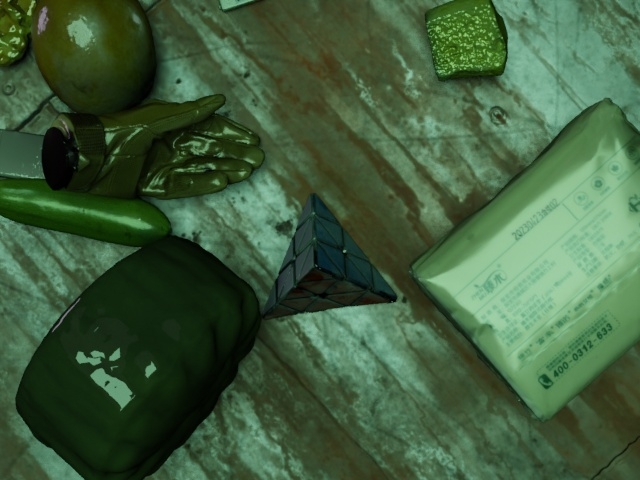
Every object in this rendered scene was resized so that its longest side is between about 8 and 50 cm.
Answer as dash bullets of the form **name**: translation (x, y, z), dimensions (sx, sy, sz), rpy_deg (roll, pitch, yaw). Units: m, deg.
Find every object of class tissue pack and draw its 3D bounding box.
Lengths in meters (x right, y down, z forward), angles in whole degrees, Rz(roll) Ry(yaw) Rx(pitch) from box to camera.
- **tissue pack**: translation (0.352, 0.027, 1.510), dimensions (0.380, 0.207, 0.297), rpy_deg (-40, 87, 2)

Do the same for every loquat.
- **loquat**: translation (-0.341, -0.292, 1.592), dimensions (0.179, 0.179, 0.227), rpy_deg (-14, 95, 3)

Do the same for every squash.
- **squash**: translation (-0.370, -0.046, 1.626), dimensions (0.292, 0.082, 0.082), rpy_deg (11, 88, 4)

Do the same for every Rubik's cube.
- **Rubik's cube**: translation (0.000, 0.000, 1.578), dimensions (0.211, 0.190, 0.178), rpy_deg (-8, 70, -1)

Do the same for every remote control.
- **remote control**: translation (-0.452, -0.131, 1.667), dimensions (0.245, 0.022, 0.077), rpy_deg (9, 86, 5)

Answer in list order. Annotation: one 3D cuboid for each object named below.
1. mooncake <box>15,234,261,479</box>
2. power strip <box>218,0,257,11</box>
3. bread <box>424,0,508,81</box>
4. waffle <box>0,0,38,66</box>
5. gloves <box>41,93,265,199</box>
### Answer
- **mooncake**: translation (-0.237, 0.174, 1.473), dimensions (0.194, 0.356, 0.356), rpy_deg (40, 91, 12)
- **power strip**: translation (-0.121, -0.390, 1.656), dimensions (0.090, 0.016, 0.040), rpy_deg (-18, 87, 3)
- **bread**: translation (0.220, -0.303, 1.582), dimensions (0.114, 0.111, 0.129), rpy_deg (-12, 102, 8)
- **waffle**: translation (-0.570, -0.401, 1.659), dimensions (0.302, 0.068, 0.325), rpy_deg (-1, 93, 2)
- **gloves**: translation (-0.244, -0.136, 1.576), dimensions (0.331, 0.141, 0.154), rpy_deg (-6, 87, -31)
